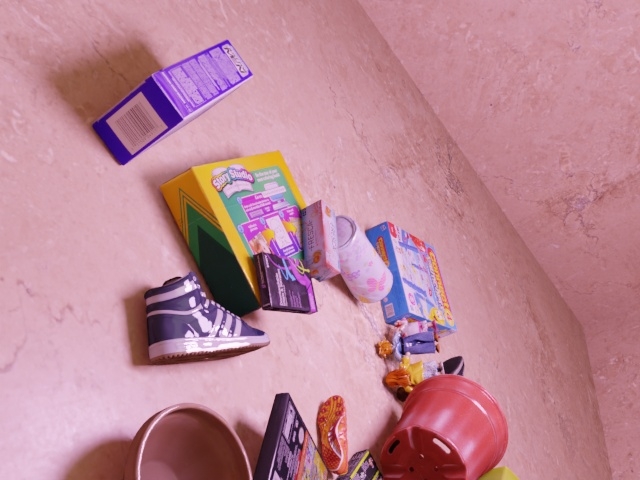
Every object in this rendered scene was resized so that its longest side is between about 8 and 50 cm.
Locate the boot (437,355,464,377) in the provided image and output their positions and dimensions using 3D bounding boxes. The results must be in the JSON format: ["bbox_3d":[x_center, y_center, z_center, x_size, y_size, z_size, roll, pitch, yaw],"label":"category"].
[{"bbox_3d":[0.405,0.474,2.004,0.179,0.085,0.236,59,35,-13],"label":"boot"}]

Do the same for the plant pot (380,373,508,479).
[{"bbox_3d":[0.278,0.486,1.578,0.265,0.272,0.273,-17,81,-63],"label":"plant pot"}]

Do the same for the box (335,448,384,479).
[{"bbox_3d":[0.097,0.580,1.449,0.184,0.045,0.190,60,29,-1],"label":"box"}]

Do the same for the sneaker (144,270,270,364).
[{"bbox_3d":[-0.208,0.142,1.254,0.282,0.099,0.153,7,63,-53],"label":"sneaker"}]

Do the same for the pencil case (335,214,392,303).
[{"bbox_3d":[0.089,0.055,1.741,0.273,0.124,0.113,51,2,-45],"label":"pencil case"}]

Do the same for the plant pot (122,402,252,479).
[{"bbox_3d":[-0.221,0.377,1.026,0.237,0.109,0.237,40,37,-38],"label":"plant pot"}]

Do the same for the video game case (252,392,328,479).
[{"bbox_3d":[-0.055,0.465,1.226,0.275,0.035,0.248,-76,150,-52],"label":"video game case"}]

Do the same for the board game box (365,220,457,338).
[{"bbox_3d":[0.282,0.129,2.083,0.302,0.086,0.308,24,47,-49],"label":"board game box"}]

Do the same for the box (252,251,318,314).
[{"bbox_3d":[-0.070,0.090,1.375,0.162,0.029,0.116,13,60,-54],"label":"box"}]

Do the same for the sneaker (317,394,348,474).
[{"bbox_3d":[0.031,0.424,1.469,0.067,0.064,0.175,61,26,-49],"label":"sneaker"}]

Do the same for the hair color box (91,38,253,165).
[{"bbox_3d":[-0.293,-0.294,1.386,0.110,0.185,0.339,55,29,-11],"label":"hair color box"}]

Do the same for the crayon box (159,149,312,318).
[{"bbox_3d":[-0.145,-0.025,1.488,0.313,0.106,0.363,63,28,1],"label":"crayon box"}]

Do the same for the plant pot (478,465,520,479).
[{"bbox_3d":[0.420,0.732,1.660,0.228,0.227,0.207,48,37,-10],"label":"plant pot"}]

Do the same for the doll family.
[{"bbox_3d":[0.240,0.311,1.798,0.118,0.163,0.263,64,18,-59],"label":"doll family"}]

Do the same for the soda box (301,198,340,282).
[{"bbox_3d":[0.000,0.000,1.529,0.058,0.063,0.183,38,37,-42],"label":"soda box"}]
